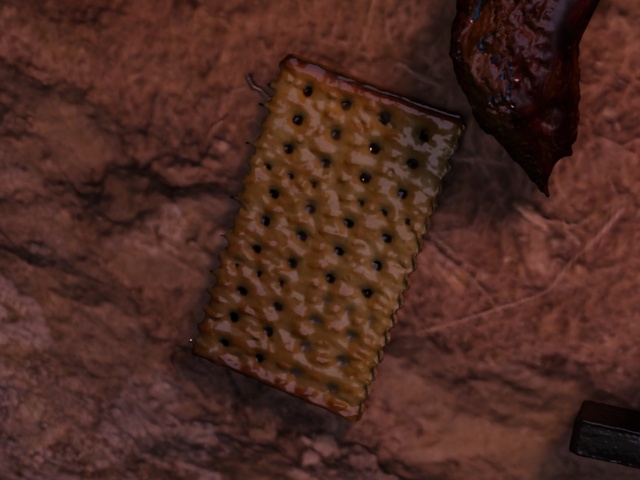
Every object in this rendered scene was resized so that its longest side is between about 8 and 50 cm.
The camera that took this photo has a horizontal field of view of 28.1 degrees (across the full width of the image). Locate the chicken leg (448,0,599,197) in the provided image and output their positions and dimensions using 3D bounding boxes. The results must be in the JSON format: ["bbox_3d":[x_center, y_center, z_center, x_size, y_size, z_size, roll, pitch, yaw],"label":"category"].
[{"bbox_3d":[0.133,-0.145,0.756,0.105,0.063,0.234,26,114,16],"label":"chicken leg"}]

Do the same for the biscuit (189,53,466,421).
[{"bbox_3d":[0.000,0.000,0.867,0.139,0.016,0.231,22,111,12],"label":"biscuit"}]

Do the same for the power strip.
[{"bbox_3d":[0.217,0.130,0.816,0.111,0.038,0.029,11,108,15],"label":"power strip"}]
